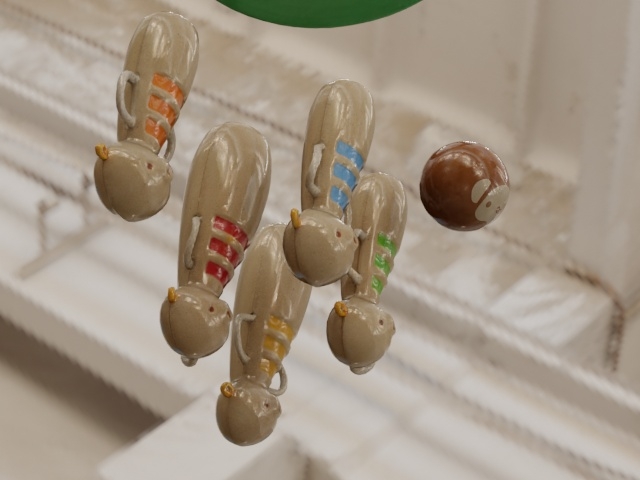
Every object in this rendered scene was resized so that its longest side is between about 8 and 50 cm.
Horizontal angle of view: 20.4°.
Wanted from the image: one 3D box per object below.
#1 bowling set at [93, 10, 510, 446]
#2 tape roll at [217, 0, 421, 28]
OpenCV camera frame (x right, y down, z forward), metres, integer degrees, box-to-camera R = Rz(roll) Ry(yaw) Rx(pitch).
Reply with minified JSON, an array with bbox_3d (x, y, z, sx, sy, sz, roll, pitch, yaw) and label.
[{"bbox_3d":[0.000,0.000,1.028,0.200,0.154,0.287,-2,-33,22],"label":"bowling set"},{"bbox_3d":[0.003,-0.323,1.350,0.077,0.321,0.321,-115,-164,-57],"label":"tape roll"}]
